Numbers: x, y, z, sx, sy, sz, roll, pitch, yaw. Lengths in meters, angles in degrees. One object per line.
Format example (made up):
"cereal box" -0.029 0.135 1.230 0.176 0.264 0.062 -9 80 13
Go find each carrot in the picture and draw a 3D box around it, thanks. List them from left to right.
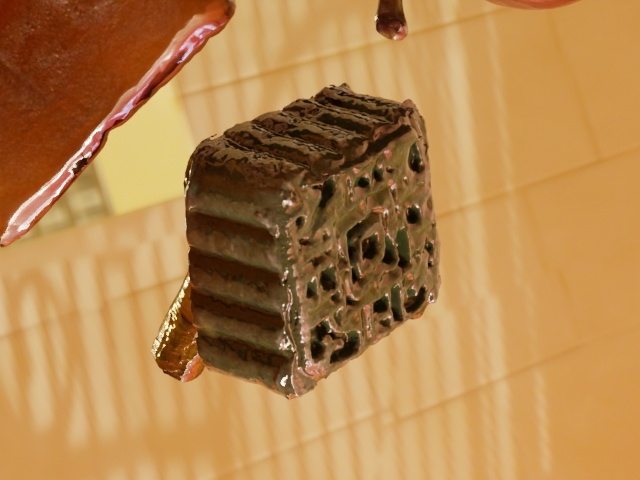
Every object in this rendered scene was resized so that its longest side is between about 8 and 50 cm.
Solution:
"carrot" -0.095 0.035 1.768 0.070 0.070 0.260 53 -46 26

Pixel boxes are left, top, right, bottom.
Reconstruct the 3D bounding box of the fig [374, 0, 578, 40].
"fig" 0.113 -0.257 1.302 0.186 0.250 0.203 50 -44 35

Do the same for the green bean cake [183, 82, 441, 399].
"green bean cake" 0.000 0.000 1.296 0.094 0.181 0.173 17 -58 38

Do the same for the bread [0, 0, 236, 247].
"bread" -0.298 -0.210 1.716 0.333 0.323 0.143 39 13 -13
